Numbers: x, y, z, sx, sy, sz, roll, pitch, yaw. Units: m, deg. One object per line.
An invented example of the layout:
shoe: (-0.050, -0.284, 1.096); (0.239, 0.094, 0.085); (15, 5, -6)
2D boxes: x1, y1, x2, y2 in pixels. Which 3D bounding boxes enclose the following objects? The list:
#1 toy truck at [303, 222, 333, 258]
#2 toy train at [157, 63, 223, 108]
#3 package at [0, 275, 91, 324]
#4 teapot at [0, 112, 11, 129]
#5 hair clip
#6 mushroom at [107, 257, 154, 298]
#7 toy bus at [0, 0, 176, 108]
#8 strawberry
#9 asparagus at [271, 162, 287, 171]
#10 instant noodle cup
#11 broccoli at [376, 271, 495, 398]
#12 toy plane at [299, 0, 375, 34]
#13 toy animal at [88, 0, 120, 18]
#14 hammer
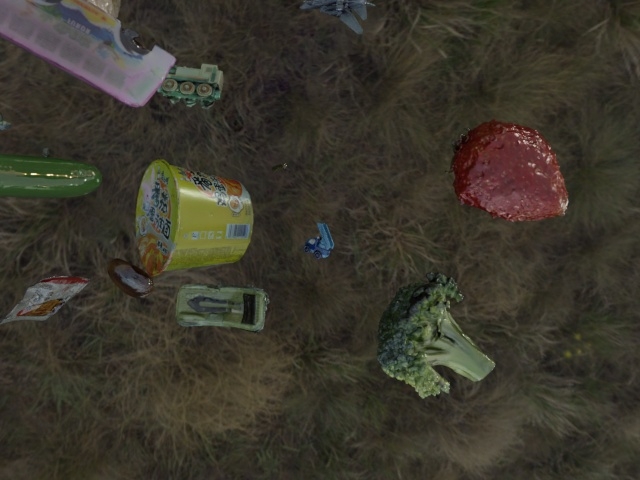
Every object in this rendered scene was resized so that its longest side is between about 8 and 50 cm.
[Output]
toy truck: (0.000, 0.000, 1.419); (0.073, 0.056, 0.090); (28, 104, 22)
toy train: (-0.391, -0.472, 1.601); (0.193, 0.081, 0.125); (8, 70, -1)
package: (-0.779, 0.168, 1.497); (0.239, 0.030, 0.154); (-39, 160, 19)
teapot: (-0.898, -0.326, 1.451); (0.088, 0.057, 0.066); (21, 108, -25)
hair clip: (-0.278, 0.193, 1.554); (0.091, 0.321, 0.138); (17, 76, -63)
mushroom: (-0.455, 0.093, 1.264); (0.123, 0.123, 0.052); (51, 52, -24)
toy bus: (-0.360, -0.302, 0.780); (0.274, 0.090, 0.112); (26, 89, -38)
strawberry: (0.267, -0.093, 0.744); (0.187, 0.082, 0.147); (37, 93, 11)
asparagus: (-0.109, -0.194, 1.407); (0.015, 0.127, 0.018); (3, 92, -18)
instant noodle cup: (-0.292, -0.052, 1.237); (0.200, 0.264, 0.264); (1, 108, -37)
broccoli: (0.242, 0.203, 1.095); (0.243, 0.263, 0.247); (30, 97, 1)
toy plane: (0.030, -0.707, 1.558); (0.088, 0.267, 0.212); (-9, 105, -55)
toy animal: (-0.553, -0.556, 1.148); (0.226, 0.358, 0.188); (13, 133, -43)
hammer: (-0.371, -0.080, 0.570); (0.206, 0.335, 0.119); (-7, 91, 24)
